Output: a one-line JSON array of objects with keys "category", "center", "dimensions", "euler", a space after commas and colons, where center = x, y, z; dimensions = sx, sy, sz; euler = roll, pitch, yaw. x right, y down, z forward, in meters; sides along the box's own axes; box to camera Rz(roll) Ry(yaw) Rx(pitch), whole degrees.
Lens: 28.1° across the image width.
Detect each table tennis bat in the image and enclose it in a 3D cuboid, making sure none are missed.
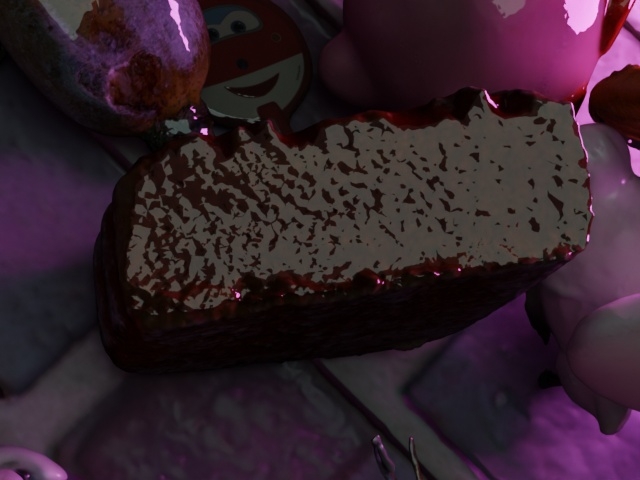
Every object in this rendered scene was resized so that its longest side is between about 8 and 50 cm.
[{"category": "table tennis bat", "center": [-0.041, -0.092, 0.803], "dimensions": [0.098, 0.019, 0.155], "euler": [-22, 76, -25]}]

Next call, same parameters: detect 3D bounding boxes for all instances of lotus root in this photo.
[{"category": "lotus root", "center": [-0.124, -0.125, 0.739], "dimensions": [0.113, 0.088, 0.192], "euler": [-40, 105, -20]}]

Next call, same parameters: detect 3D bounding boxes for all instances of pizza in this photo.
[{"category": "pizza", "center": [0.237, -0.061, 0.725], "dimensions": [0.176, 0.184, 0.036], "euler": [19, 93, 14]}]

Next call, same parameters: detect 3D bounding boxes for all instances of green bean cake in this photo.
[{"category": "green bean cake", "center": [0.000, 0.000, 0.684], "dimensions": [0.232, 0.198, 0.097], "euler": [-4, 71, -17]}]

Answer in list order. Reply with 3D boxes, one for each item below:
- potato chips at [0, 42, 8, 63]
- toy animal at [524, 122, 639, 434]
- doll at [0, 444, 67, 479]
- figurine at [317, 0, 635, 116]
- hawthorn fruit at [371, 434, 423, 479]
[{"category": "potato chips", "center": [-0.270, -0.177, 0.744], "dimensions": [0.202, 0.029, 0.220], "euler": [-38, 88, -24]}, {"category": "toy animal", "center": [0.242, 0.053, 0.716], "dimensions": [0.249, 0.289, 0.174], "euler": [15, 98, -25]}, {"category": "doll", "center": [-0.185, 0.142, 0.612], "dimensions": [0.180, 0.110, 0.107], "euler": [24, 84, -7]}, {"category": "figurine", "center": [0.096, -0.139, 0.788], "dimensions": [0.173, 0.173, 0.173], "euler": [7, 69, -18]}, {"category": "hawthorn fruit", "center": [0.101, 0.230, 0.638], "dimensions": [0.211, 0.211, 0.299], "euler": [-25, 72, -26]}]
